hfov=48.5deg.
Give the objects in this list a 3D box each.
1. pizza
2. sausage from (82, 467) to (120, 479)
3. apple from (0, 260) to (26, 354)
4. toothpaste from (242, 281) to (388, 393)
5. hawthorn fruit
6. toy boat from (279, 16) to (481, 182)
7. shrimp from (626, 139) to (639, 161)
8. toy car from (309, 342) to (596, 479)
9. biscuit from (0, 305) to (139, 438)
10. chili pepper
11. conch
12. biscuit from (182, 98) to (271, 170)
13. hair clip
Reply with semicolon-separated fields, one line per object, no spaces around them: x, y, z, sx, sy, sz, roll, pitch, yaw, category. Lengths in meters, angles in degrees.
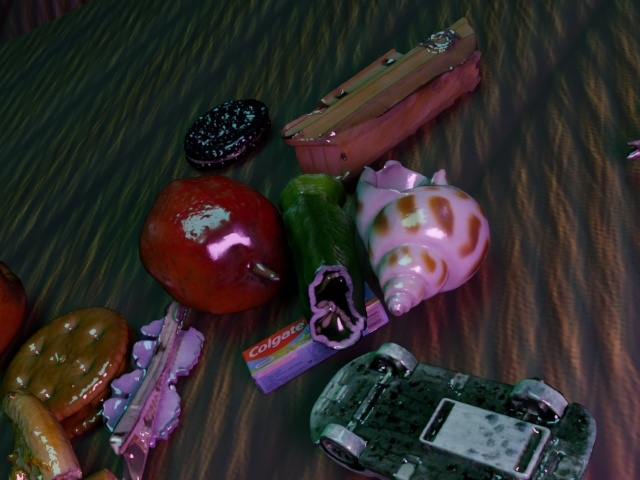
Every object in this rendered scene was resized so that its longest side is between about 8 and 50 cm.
-0.370;0.278;0.912;0.062;0.161;0.182;-12;43;-39;pizza
-0.324;0.379;0.801;0.270;0.109;0.109;-43;42;-23;sausage
-0.605;0.106;1.167;0.229;0.230;0.230;-15;41;14;apple
-0.011;0.124;0.955;0.193;0.044;0.070;-30;38;-4;toothpaste
-0.140;0.014;1.022;0.215;0.215;0.249;-41;47;-16;hawthorn fruit
0.118;-0.245;1.230;0.445;0.136;0.162;-37;44;-19;toy boat
0.562;-0.194;0.968;0.360;0.085;0.247;-27;30;-5;shrimp
0.129;0.209;0.725;0.305;0.125;0.136;5;47;45;toy car
-0.371;0.193;1.061;0.220;0.066;0.220;-17;40;14;biscuit
0.000;0.000;0.942;0.099;0.136;0.270;-23;39;12;chili pepper
0.125;-0.006;0.918;0.182;0.149;0.275;9;18;12;conch
-0.186;-0.212;1.407;0.194;0.053;0.195;-15;40;13;biscuit
-0.232;0.192;0.973;0.106;0.085;0.292;0;40;9;hair clip
